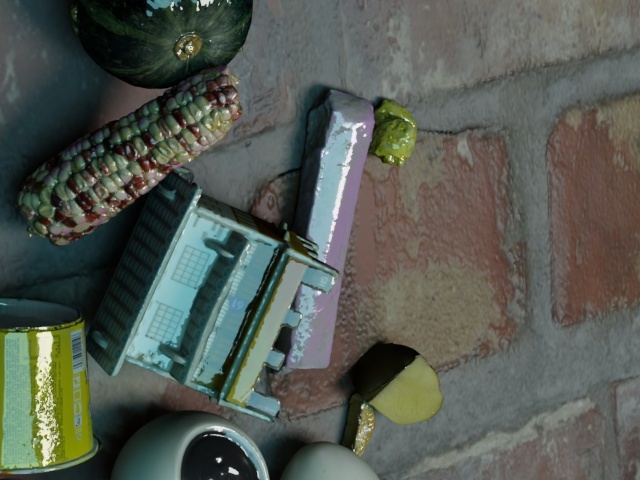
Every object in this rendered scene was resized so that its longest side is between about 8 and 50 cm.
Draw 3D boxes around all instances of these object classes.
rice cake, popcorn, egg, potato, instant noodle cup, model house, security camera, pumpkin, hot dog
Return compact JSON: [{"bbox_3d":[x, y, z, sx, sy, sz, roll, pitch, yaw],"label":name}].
[{"bbox_3d":[0.000,0.000,1.576,0.072,0.056,0.365,4,105,-27],"label":"rice cake"},{"bbox_3d":[0.088,-0.129,1.577,0.059,0.068,0.083,19,66,-40],"label":"popcorn"},{"bbox_3d":[0.015,0.349,1.647,0.151,0.151,0.209,-23,112,-19],"label":"egg"},{"bbox_3d":[0.104,0.188,1.690,0.096,0.066,0.103,-35,125,2],"label":"potato"},{"bbox_3d":[-0.329,0.148,1.377,0.205,0.205,0.153,-1,101,-28],"label":"instant noodle cup"},{"bbox_3d":[-0.119,0.056,1.443,0.215,0.198,0.224,23,97,-13],"label":"model house"},{"bbox_3d":[-0.155,0.313,1.530,0.194,0.194,0.236,-10,106,-25],"label":"security camera"},{"bbox_3d":[-0.161,-0.244,1.353,0.190,0.146,0.190,-34,148,-24],"label":"pumpkin"},{"bbox_3d":[0.053,0.241,1.701,0.034,0.030,0.090,0,107,-33],"label":"hot dog"}]

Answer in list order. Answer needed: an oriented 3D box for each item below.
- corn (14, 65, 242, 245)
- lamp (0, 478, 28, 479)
[{"bbox_3d":[-0.197,-0.087,1.370,0.280,0.092,0.092,-30,121,12],"label":"corn"},{"bbox_3d":[-0.377,0.338,1.377,0.247,0.301,0.247,50,41,-14],"label":"lamp"}]
